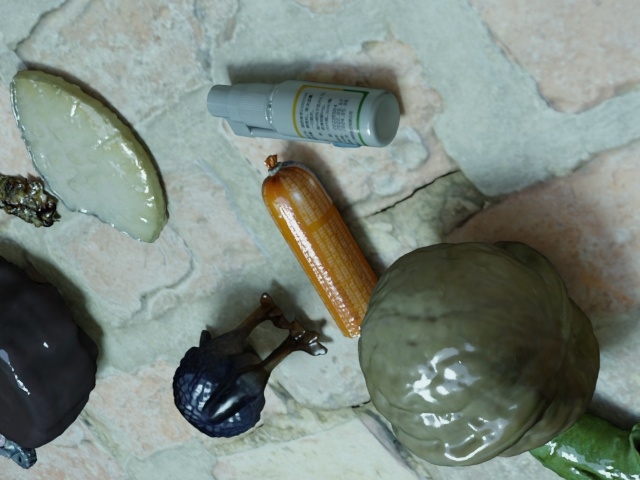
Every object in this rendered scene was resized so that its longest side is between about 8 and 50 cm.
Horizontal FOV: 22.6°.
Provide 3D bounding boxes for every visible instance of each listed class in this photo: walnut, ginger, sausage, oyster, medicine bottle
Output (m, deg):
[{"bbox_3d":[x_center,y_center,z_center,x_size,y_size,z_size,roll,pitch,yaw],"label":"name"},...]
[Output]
[{"bbox_3d":[0.164,0.113,1.657,0.248,0.248,0.248,21,137,21],"label":"walnut"},{"bbox_3d":[0.348,0.230,1.737,0.290,0.089,0.137,5,148,41],"label":"ginger"},{"bbox_3d":[0.000,0.000,1.801,0.071,0.071,0.234,-9,120,42],"label":"sausage"},{"bbox_3d":[-0.398,-0.047,2.099,0.132,0.029,0.086,-9,121,40],"label":"oyster"},{"bbox_3d":[-0.017,-0.131,1.706,0.221,0.061,0.092,10,151,32],"label":"medicine bottle"}]

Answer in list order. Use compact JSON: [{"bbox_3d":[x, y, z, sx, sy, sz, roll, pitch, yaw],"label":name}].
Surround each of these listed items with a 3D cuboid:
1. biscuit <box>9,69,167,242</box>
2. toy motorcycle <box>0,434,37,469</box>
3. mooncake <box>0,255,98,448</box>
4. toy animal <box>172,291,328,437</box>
[{"bbox_3d":[-0.289,-0.098,1.960,0.265,0.040,0.188,48,138,-10],"label":"biscuit"},{"bbox_3d":[-0.526,0.238,2.401,0.239,0.108,0.204,5,129,35],"label":"toy motorcycle"},{"bbox_3d":[-0.434,0.147,2.221,0.283,0.141,0.283,30,144,25],"label":"mooncake"},{"bbox_3d":[-0.102,0.159,1.943,0.122,0.185,0.298,46,159,-14],"label":"toy animal"}]
